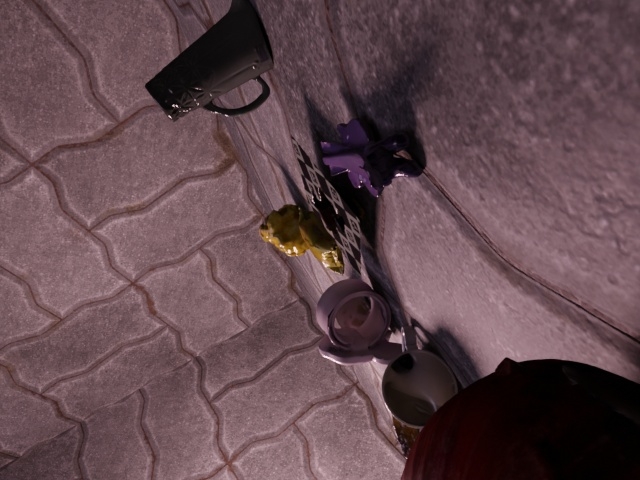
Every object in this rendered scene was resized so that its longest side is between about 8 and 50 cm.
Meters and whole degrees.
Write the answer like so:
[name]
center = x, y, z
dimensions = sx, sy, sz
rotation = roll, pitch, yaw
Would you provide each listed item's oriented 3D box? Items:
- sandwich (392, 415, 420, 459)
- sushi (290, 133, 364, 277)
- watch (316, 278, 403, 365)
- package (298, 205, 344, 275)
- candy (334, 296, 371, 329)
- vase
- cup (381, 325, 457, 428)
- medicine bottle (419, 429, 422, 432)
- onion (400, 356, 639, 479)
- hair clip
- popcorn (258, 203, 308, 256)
[sandwich]
center = 0.286, 0.551, 1.299
dimensions = 0.215, 0.065, 0.186
rotation = 6, -119, -66
[sushi]
center = 0.042, -0.085, 1.064
dimensions = 0.294, 0.059, 0.292
rotation = 56, 170, 28
[watch]
center = 0.119, 0.229, 1.257
dimensions = 0.211, 0.249, 0.217
rotation = -137, 47, -66
[package]
center = 0.000, 0.000, 1.433
dimensions = 0.226, 0.090, 0.168
rotation = 52, 169, 33
[candy]
center = 0.109, 0.269, 1.507
dimensions = 0.184, 0.137, 0.195
rotation = 59, 168, 14
[vase]
center = -0.255, -0.399, 1.065
dimensions = 0.251, 0.301, 0.156
rotation = 57, 175, -32
[cup]
center = 0.237, 0.338, 1.089
dimensions = 0.167, 0.221, 0.202
rotation = 23, 163, 12
[medicine bottle]
center = 0.343, 0.555, 1.194
dimensions = 0.168, 0.105, 0.105
rotation = 62, 170, -5
[onion]
center = 0.223, 0.267, 0.401
dimensions = 0.341, 0.341, 0.341
rotation = 58, 170, 16
[hair clip]
center = 0.075, -0.127, 0.726
dimensions = 0.137, 0.090, 0.278
rotation = 64, 175, -20
[popcorn]
center = -0.131, -0.034, 1.701
dimensions = 0.200, 0.203, 0.225
rotation = 101, 158, -60
